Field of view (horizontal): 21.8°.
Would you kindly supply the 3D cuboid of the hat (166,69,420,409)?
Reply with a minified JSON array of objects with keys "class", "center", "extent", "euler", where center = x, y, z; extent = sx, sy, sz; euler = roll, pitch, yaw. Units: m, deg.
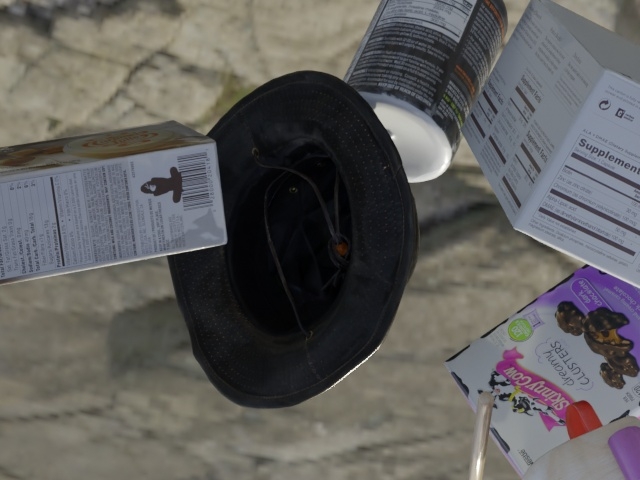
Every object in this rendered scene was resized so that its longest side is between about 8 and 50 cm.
[{"class":"hat","center":[0.000,0.000,1.589],"extent":[0.134,0.331,0.331],"euler":[0,161,-46]}]

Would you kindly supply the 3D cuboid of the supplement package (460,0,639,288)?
[{"class":"supplement package","center":[0.256,-0.074,1.385],"extent":[0.204,0.262,0.145],"euler":[24,108,-13]}]

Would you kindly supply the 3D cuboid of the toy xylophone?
[{"class":"toy xylophone","center":[0.180,0.236,1.205],"extent":[0.081,0.236,0.323],"euler":[-14,151,-13]}]

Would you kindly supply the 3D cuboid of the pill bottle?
[{"class":"pill bottle","center":[0.108,-0.187,1.647],"extent":[0.130,0.246,0.130],"euler":[18,147,12]}]

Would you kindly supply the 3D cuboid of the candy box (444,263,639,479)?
[{"class":"candy box","center":[0.236,0.124,1.497],"extent":[0.196,0.165,0.070],"euler":[-34,136,0]}]

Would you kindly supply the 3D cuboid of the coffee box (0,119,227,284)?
[{"class":"coffee box","center":[-0.223,-0.034,1.472],"extent":[0.246,0.098,0.141],"euler":[-10,-166,-18]}]
